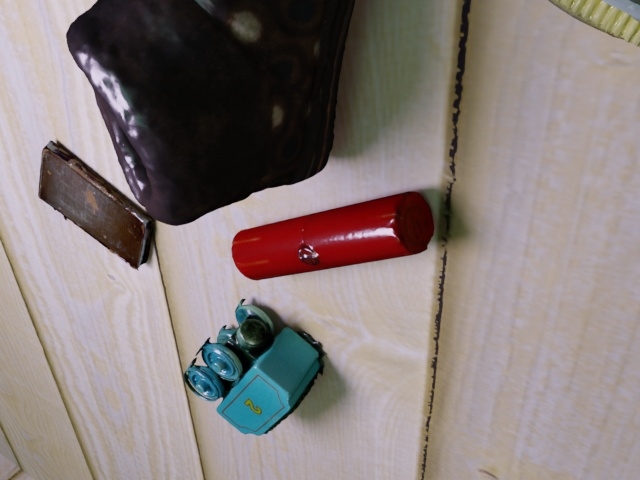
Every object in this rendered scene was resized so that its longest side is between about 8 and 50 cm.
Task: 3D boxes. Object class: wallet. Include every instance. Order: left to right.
[{"bbox_3d":[-0.365,-0.056,1.043,0.232,0.031,0.122,35,132,11],"label":"wallet"}]

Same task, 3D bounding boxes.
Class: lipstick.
[{"bbox_3d":[0.001,0.001,0.749,0.279,0.073,0.073,-12,111,45],"label":"lipstick"}]

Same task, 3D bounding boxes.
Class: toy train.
[{"bbox_3d":[-0.099,0.193,0.943,0.163,0.112,0.203,40,140,2],"label":"toy train"}]

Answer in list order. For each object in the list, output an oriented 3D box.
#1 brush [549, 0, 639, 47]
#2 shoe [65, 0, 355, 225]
[{"bbox_3d":[0.148,-0.228,0.477,0.297,0.068,0.060,41,159,14],"label":"brush"},{"bbox_3d":[-0.096,-0.188,0.550,0.171,0.237,0.384,42,142,30],"label":"shoe"}]
